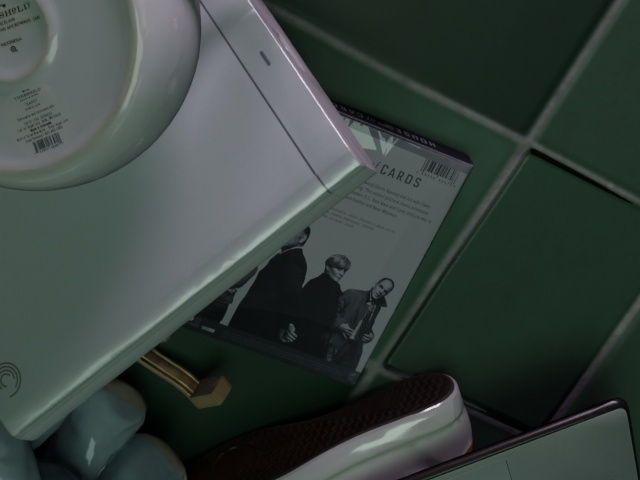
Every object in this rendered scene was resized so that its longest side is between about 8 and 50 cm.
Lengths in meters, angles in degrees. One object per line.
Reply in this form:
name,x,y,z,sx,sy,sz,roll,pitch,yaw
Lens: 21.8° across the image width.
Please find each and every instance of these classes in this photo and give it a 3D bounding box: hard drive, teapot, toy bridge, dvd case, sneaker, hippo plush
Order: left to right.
hippo plush,-0.267,0.249,1.451,0.236,0.234,0.294,-29,80,37
teapot,-0.183,-0.163,1.218,0.256,0.187,0.252,28,109,13
hard drive,-0.158,-0.039,1.312,0.353,0.047,0.233,-38,70,13
toy bridge,-0.152,0.079,1.447,0.063,0.026,0.188,-13,123,41
dvd case,0.000,0.000,1.437,0.179,0.029,0.239,21,112,-15
sneaker,0.004,0.227,1.508,0.290,0.106,0.123,-19,115,2

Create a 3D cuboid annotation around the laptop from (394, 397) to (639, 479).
laptop,0.162,0.404,1.517,0.382,0.236,0.408,-21,138,-1
